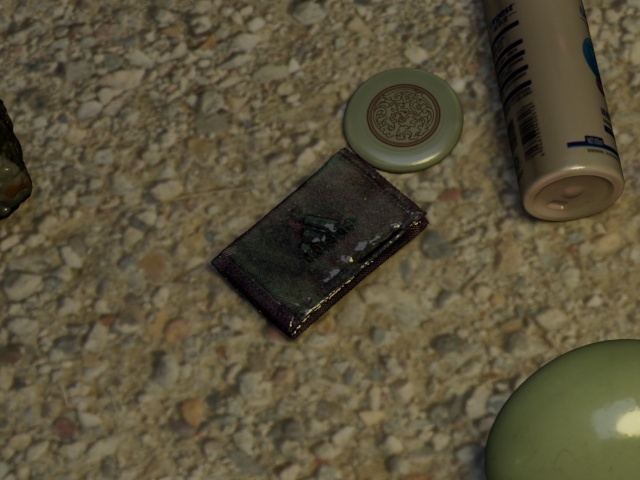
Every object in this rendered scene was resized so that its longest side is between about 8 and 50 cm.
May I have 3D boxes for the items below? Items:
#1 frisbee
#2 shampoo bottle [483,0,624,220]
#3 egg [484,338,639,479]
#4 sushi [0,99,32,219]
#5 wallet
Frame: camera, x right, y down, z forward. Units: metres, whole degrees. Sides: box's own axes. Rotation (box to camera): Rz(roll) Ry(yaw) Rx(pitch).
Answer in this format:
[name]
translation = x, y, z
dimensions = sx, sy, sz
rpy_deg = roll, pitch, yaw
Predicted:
[frisbee]
translation = 0.075, -0.110, 1.542
dimensions = 0.110, 0.014, 0.110
rpy_deg = -3, 62, 5
[shampoo bottle]
translation = 0.199, -0.168, 1.516
dimensions = 0.092, 0.092, 0.303
rpy_deg = -8, 60, 2
[egg]
translation = 0.219, 0.154, 1.305
dimensions = 0.192, 0.149, 0.149
rpy_deg = -19, 61, 7
[sushi]
translation = -0.372, -0.059, 1.502
dimensions = 0.225, 0.136, 0.126
rpy_deg = -25, 64, -15
[wallet]
translation = 0.000, 0.001, 1.483
dimensions = 0.166, 0.030, 0.111
rpy_deg = -40, 60, -16
